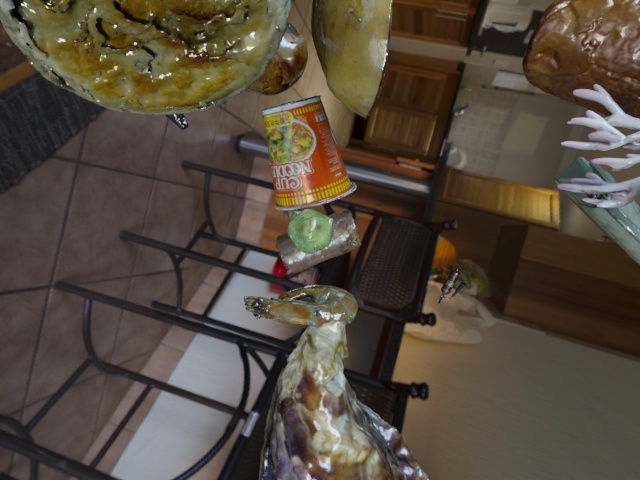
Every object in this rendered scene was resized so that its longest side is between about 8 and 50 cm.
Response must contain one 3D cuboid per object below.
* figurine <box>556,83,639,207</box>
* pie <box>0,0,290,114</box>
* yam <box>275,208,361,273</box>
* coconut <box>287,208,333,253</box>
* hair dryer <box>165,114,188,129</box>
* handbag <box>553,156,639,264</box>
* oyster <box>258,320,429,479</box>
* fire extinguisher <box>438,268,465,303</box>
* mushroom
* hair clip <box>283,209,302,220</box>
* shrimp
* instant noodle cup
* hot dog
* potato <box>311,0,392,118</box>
[{"bbox_3d":[0.449,-0.055,0.523,0.206,0.285,0.315,57,39,-46],"label":"figurine"},{"bbox_3d":[-0.200,-0.269,0.519,0.339,0.339,0.077,84,-7,-60],"label":"pie"},{"bbox_3d":[-0.001,0.000,1.289,0.128,0.238,0.129,-12,78,-81],"label":"yam"},{"bbox_3d":[-0.016,-0.019,0.878,0.096,0.087,0.088,-33,179,17],"label":"coconut"},{"bbox_3d":[-0.370,-0.349,0.838,0.189,0.344,0.107,-34,-178,10],"label":"hair dryer"},{"bbox_3d":[0.564,-0.035,0.813,0.079,0.256,0.219,-46,-155,25],"label":"handbag"},{"bbox_3d":[0.024,0.265,0.511,0.275,0.271,0.100,-49,-170,-33],"label":"oyster"},{"bbox_3d":[0.341,0.122,1.135,0.032,0.046,0.100,-91,-162,-59],"label":"fire extinguisher"},{"bbox_3d":[-0.149,-0.440,0.914,0.267,0.268,0.254,-47,143,-64],"label":"mushroom"},{"bbox_3d":[-0.073,-0.100,1.151,0.146,0.056,0.187,49,-19,59],"label":"hair clip"},{"bbox_3d":[-0.032,0.097,0.682,0.099,0.180,0.041,-82,171,-52],"label":"shrimp"},{"bbox_3d":[-0.035,-0.195,0.954,0.193,0.193,0.212,-50,129,-62],"label":"instant noodle cup"},{"bbox_3d":[0.462,-0.273,0.667,0.122,0.272,0.196,-46,152,-30],"label":"hot dog"},{"bbox_3d":[0.046,-0.361,0.723,0.239,0.116,0.298,142,-49,-75],"label":"potato"}]
